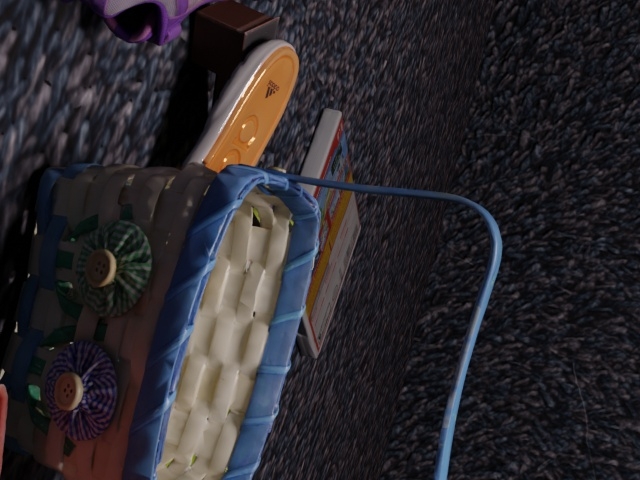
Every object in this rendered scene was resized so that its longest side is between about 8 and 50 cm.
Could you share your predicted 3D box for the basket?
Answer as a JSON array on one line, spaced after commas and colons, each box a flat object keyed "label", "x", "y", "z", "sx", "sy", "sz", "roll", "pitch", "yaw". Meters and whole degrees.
[{"label": "basket", "x": -0.049, "y": 0.077, "z": 0.751, "sx": 0.201, "sy": 0.289, "sz": 0.254, "roll": 17, "pitch": 85, "yaw": -77}]

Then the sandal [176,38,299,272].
[{"label": "sandal", "x": -0.070, "y": -0.027, "z": 0.921, "sx": 0.265, "sy": 0.076, "sz": 0.102, "roll": -63, "pitch": 156, "yaw": 2}]

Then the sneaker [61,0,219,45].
[{"label": "sneaker", "x": -0.098, "y": -0.175, "z": 0.768, "sx": 0.236, "sy": 0.095, "sz": 0.104, "roll": -6, "pitch": 114, "yaw": -71}]

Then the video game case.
[{"label": "video game case", "x": 0.000, "y": 0.000, "z": 1.460, "sx": 0.285, "sy": 0.025, "sz": 0.204, "roll": 77, "pitch": 29, "yaw": -62}]

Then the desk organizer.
[{"label": "desk organizer", "x": -0.075, "y": -0.124, "z": 0.968, "sx": 0.047, "sy": 0.050, "sz": 0.130, "roll": -37, "pitch": 147, "yaw": -48}]

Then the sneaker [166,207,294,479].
[{"label": "sneaker", "x": -0.099, "y": 0.105, "z": 1.035, "sx": 0.123, "sy": 0.109, "sz": 0.295, "roll": 121, "pitch": -12, "yaw": -70}]

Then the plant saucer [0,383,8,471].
[{"label": "plant saucer", "x": -0.250, "y": 0.222, "z": 0.588, "sx": 0.258, "sy": 0.048, "sz": 0.259, "roll": -37, "pitch": 139, "yaw": -70}]
